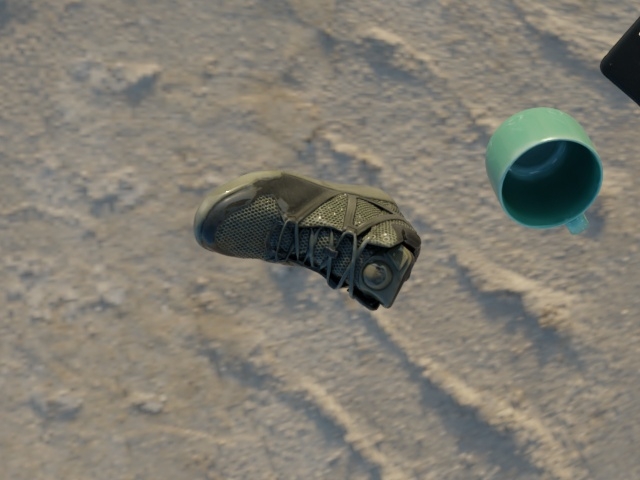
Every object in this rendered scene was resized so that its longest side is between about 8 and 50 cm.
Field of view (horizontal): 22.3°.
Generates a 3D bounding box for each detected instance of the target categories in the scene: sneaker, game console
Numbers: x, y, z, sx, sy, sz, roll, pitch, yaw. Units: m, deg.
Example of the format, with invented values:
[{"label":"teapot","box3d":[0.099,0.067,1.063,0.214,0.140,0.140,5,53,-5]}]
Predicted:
[{"label":"sneaker","box3d":[0.000,0.000,1.495,0.130,0.227,0.087,46,122,49]},{"label":"game console","box3d":[0.325,-0.157,1.410,0.107,0.071,0.122,45,101,23]}]

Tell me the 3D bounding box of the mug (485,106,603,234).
[{"label":"mug","box3d":[0.262,-0.083,1.947,0.097,0.129,0.158,-107,16,-51]}]
